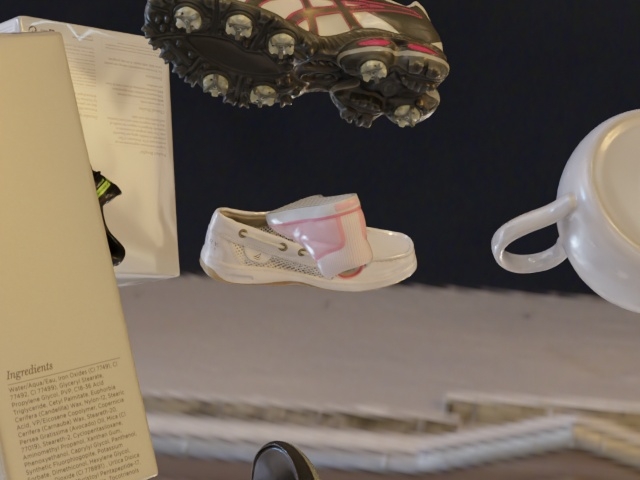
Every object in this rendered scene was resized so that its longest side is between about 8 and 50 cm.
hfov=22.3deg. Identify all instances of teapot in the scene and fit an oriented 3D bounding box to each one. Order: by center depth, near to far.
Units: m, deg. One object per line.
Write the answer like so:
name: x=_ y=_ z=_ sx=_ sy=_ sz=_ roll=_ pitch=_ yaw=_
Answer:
teapot: x=0.363 y=-0.010 z=1.815 sx=0.256 sy=0.252 sz=0.187 roll=38 pitch=-32 yaw=10

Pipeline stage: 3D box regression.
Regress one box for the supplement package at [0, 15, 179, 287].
supplement package: x=-0.294 y=-0.082 z=1.753 sx=0.199 sy=0.262 sz=0.198 roll=4 pitch=-11 yaw=-45

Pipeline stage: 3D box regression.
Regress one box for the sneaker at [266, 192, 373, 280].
sneaker: x=0.000 y=0.000 z=1.332 sx=0.134 sy=0.051 sz=0.070 roll=-1 pitch=-70 yaw=65

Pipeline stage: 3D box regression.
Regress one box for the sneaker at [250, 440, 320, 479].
sneaker: x=-0.060 y=0.311 z=1.910 sx=0.083 sy=0.222 sz=0.118 roll=-36 pitch=-48 yaw=20

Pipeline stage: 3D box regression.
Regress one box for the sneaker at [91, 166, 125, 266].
sneaker: x=-0.210 y=-0.055 z=1.374 sx=0.078 sy=0.067 sz=0.188 roll=-5 pitch=-61 yaw=17

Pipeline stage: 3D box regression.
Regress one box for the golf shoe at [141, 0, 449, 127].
golf shoe: x=-0.023 y=-0.179 z=1.416 sx=0.273 sy=0.120 sz=0.105 roll=13 pitch=-43 yaw=-16

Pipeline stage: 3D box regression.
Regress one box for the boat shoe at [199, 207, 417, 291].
boat shoe: x=-0.004 y=-0.001 z=1.962 sx=0.277 sy=0.098 sz=0.096 roll=0 pitch=-61 yaw=-23

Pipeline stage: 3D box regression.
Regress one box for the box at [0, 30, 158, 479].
box: x=-0.190 y=0.022 z=0.948 sx=0.094 sy=0.113 sz=0.275 roll=-14 pitch=-93 yaw=43
